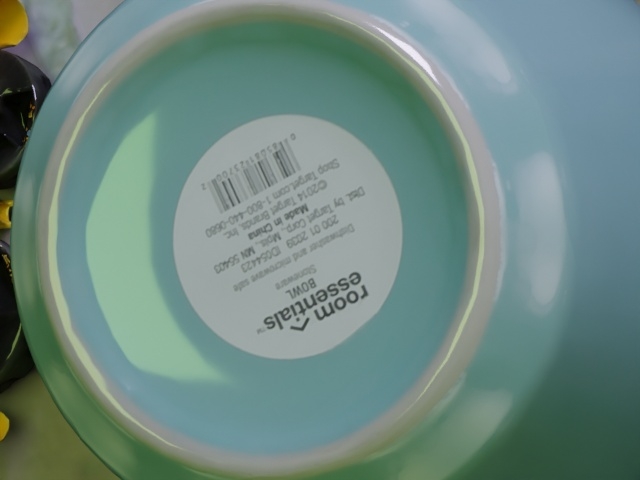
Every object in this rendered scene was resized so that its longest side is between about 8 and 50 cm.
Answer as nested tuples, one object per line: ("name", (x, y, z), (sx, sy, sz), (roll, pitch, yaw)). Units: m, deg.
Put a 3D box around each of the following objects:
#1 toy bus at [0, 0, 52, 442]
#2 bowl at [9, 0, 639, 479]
("toy bus", (-0.244, -0.015, 0.806), (0.211, 0.149, 0.220), (-2, 80, 31))
("bowl", (0.000, 0.000, 0.699), (0.311, 0.163, 0.312), (-1, 88, 19))
